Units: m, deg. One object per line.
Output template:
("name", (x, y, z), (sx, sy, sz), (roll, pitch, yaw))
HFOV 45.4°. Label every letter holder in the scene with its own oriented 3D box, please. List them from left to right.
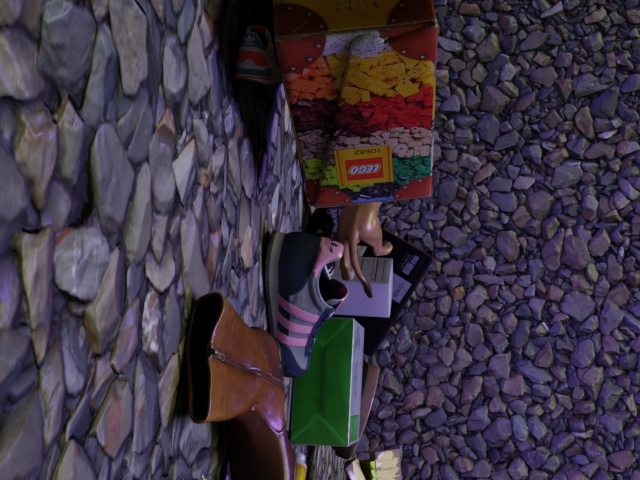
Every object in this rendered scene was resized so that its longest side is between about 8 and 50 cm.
("letter holder", (0.150, 0.113, 1.993), (0.301, 0.152, 0.214), (-59, 180, 12))

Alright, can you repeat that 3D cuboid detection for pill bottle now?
("pill bottle", (-0.050, 0.460, 1.499), (0.043, 0.043, 0.083), (84, 12, -45))

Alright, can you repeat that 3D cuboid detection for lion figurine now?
("lion figurine", (0.092, -0.098, 1.641), (0.240, 0.142, 0.392), (72, 14, -59))

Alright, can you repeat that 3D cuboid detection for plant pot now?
("plant pot", (0.052, 0.399, 1.858), (0.237, 0.110, 0.237), (-160, -90, -88))

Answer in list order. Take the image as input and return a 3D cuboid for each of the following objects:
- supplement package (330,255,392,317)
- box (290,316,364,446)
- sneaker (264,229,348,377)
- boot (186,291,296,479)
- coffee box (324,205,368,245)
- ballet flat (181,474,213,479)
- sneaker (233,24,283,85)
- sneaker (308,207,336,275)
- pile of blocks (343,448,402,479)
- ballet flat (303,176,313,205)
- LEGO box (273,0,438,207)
("supplement package", (0.080, 0.108, 1.820), (0.105, 0.179, 0.105), (-76, 167, -54))
("box", (0.017, 0.305, 1.655), (0.231, 0.127, 0.261), (54, 39, -74))
("sneaker", (-0.017, 0.123, 1.311), (0.112, 0.131, 0.319), (-79, 168, -48))
("boot", (-0.093, 0.220, 0.940), (0.280, 0.096, 0.264), (64, 30, -72))
("coffee box", (0.082, -0.145, 1.969), (0.297, 0.119, 0.168), (-78, 171, -48))
("ballet flat", (-0.116, 0.316, 0.880), (0.241, 0.091, 0.077), (85, -14, -64))
("sneaker", (-0.075, -0.254, 1.041), (0.161, 0.057, 0.075), (-54, 152, -71))
("sneaker", (0.000, 0.000, 1.653), (0.074, 0.063, 0.170), (80, 10, -57))
("pile of blocks", (0.042, 0.595, 1.770), (0.362, 0.113, 0.148), (-27, 97, -42))
("ballet flat", (-0.007, -0.147, 1.528), (0.221, 0.077, 0.079), (89, 11, -54))
("LEGO box", (0.047, -0.360, 1.139), (0.372, 0.193, 0.500), (77, 8, -61))
